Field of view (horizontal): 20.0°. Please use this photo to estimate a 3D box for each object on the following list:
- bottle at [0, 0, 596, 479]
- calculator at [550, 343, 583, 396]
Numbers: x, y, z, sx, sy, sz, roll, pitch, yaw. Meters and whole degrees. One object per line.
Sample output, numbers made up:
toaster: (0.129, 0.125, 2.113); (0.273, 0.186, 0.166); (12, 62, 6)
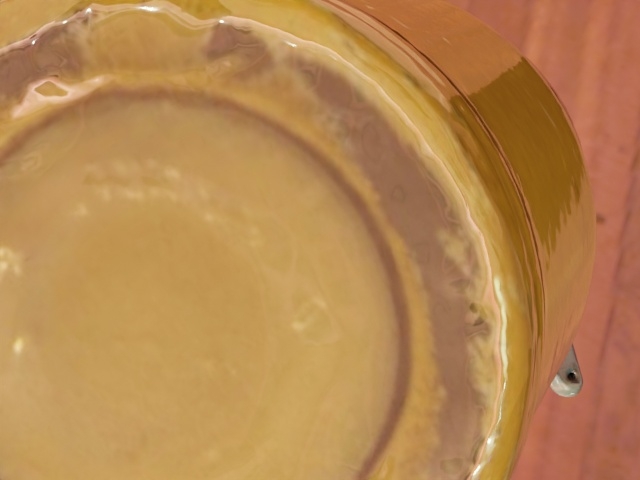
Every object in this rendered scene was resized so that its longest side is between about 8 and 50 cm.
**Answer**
bottle: (0.000, 0.000, 0.574); (0.172, 0.351, 0.171); (2, 98, 12)
calculator: (0.118, 0.034, 1.140); (0.019, 0.094, 0.141); (-48, 48, 50)
